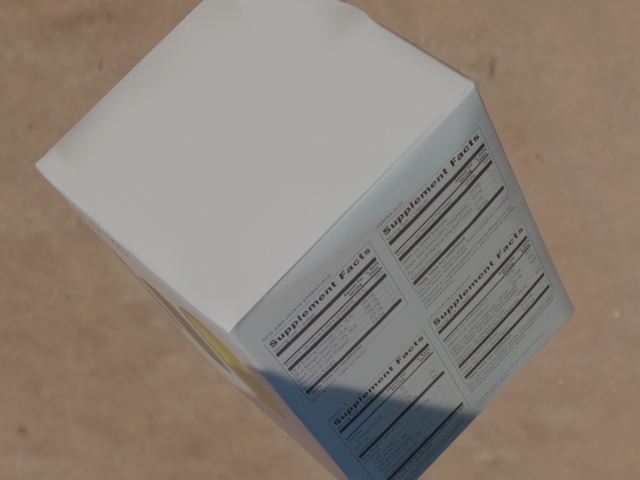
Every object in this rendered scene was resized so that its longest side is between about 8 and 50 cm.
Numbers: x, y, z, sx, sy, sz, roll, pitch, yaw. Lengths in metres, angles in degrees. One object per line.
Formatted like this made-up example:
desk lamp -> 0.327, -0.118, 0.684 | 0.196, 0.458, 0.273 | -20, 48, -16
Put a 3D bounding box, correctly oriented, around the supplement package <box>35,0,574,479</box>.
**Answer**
supplement package -> 0.000, 0.000, 1.002 | 0.198, 0.199, 0.262 | -46, 143, -9
